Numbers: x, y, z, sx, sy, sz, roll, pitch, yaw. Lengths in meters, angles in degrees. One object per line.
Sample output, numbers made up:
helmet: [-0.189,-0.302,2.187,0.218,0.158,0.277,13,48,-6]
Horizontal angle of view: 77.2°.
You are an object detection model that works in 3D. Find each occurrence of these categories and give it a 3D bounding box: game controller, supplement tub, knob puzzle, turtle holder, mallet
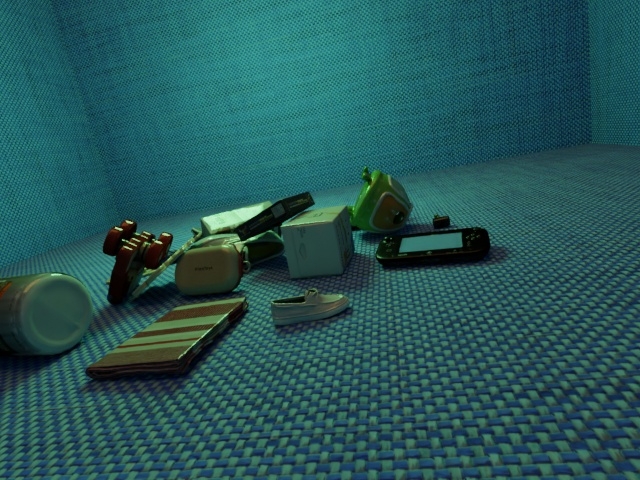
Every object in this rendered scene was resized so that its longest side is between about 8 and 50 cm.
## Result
game controller: [0.324,0.017,1.174,0.319,0.067,0.166,-7,14,21]
supplement tub: [-0.798,0.196,1.045,0.338,0.207,0.207,-7,14,19]
knob puzzle: [-0.792,0.135,1.666,0.213,0.029,0.213,-11,14,3]
turtle holder: [0.228,-0.136,1.587,0.228,0.243,0.320,24,-8,-1]
mallet: [0.449,-0.080,1.551,0.062,0.039,0.189,-12,9,4]

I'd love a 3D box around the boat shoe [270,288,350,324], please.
boat shoe: [-0.026,0.146,0.933,0.184,0.063,0.066,-10,14,4]

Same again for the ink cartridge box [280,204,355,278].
ink cartridge box: [0.000,0.000,1.280,0.168,0.171,0.232,-7,15,17]

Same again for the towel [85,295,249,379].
towel: [-0.336,0.220,0.946,0.237,0.037,0.329,-9,12,17]

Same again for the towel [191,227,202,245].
towel: [-0.437,-0.014,1.795,0.235,0.121,0.284,-18,15,-30]

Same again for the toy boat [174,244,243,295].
toy boat: [-0.340,0.102,1.276,0.231,0.150,0.151,-7,-16,15]

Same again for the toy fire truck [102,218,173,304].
toy fire truck: [-0.637,0.082,1.361,0.170,0.253,0.302,20,9,-13]

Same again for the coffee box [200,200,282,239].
coffee box: [-0.309,-0.031,1.599,0.297,0.168,0.119,-19,45,-28]

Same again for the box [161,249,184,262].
box: [-0.724,0.079,1.759,0.225,0.036,0.136,-12,9,-30]

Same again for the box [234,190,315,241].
box: [-0.157,-0.085,1.390,0.233,0.059,0.183,-26,1,32]

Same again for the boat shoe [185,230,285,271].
boat shoe: [-0.292,0.056,1.426,0.367,0.135,0.156,-11,22,-28]

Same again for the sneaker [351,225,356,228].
sneaker: [0.146,-0.110,1.793,0.164,0.086,0.226,-9,14,-5]

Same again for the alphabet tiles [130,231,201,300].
alphabet tiles: [-0.520,0.083,1.348,0.278,0.021,0.284,-39,13,19]
